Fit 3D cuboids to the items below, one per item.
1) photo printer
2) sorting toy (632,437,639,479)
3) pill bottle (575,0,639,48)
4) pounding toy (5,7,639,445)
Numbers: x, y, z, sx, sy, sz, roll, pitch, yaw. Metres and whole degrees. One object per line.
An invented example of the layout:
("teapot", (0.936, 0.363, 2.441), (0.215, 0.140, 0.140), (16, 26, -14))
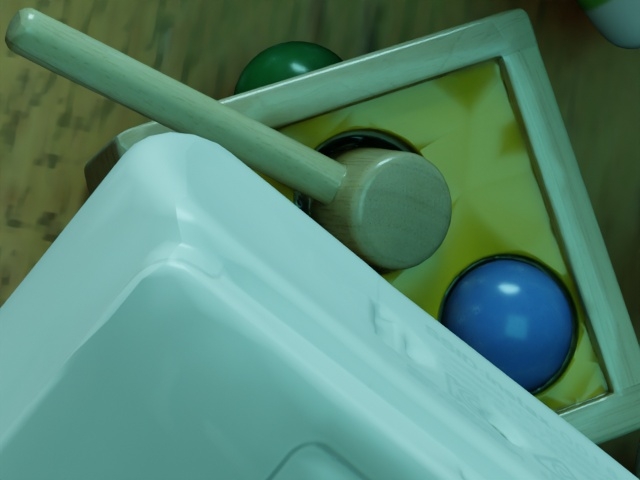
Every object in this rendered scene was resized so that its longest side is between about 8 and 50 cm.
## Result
("photo printer", (-0.031, 0.169, 0.442), (0.256, 0.107, 0.307), (37, 102, -9))
("sorting toy", (0.143, 0.112, 0.529), (0.132, 0.046, 0.274), (6, 98, -22))
("pill bottle", (0.060, -0.184, 0.512), (0.136, 0.136, 0.245), (-38, 94, -13))
("pounding toy", (0.000, 0.000, 0.503), (0.130, 0.100, 0.141), (-19, 91, -14))
